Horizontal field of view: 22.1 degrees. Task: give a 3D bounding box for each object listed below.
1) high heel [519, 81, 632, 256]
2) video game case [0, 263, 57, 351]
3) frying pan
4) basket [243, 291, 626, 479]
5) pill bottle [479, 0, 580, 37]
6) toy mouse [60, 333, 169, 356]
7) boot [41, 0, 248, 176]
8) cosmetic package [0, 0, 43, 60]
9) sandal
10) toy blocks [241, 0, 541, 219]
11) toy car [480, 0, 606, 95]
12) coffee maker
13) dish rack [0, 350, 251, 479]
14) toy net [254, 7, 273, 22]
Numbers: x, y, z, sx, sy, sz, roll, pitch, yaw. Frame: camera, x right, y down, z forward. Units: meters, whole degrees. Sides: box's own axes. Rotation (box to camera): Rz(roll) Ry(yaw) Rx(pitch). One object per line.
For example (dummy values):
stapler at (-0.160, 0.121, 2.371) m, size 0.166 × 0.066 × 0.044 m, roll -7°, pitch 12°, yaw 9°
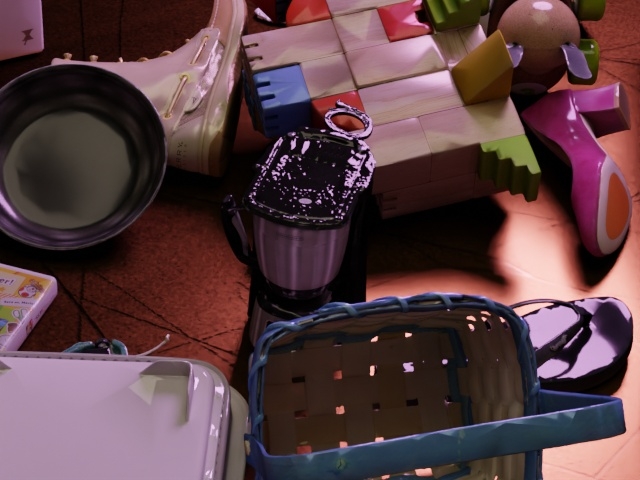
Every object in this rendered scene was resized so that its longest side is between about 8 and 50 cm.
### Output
high heel at (0.252, -0.068, 1.676) m, size 0.117 × 0.082 × 0.244 m, roll -14°, pitch 46°, yaw 25°
video game case at (-0.383, 0.077, 1.473) m, size 0.227 × 0.026 × 0.206 m, roll 13°, pitch 40°, yaw 13°
frying pan at (-0.299, -0.043, 1.593) m, size 0.326 × 0.053 × 0.197 m, roll -36°, pitch 74°, yaw -11°
basket at (0.067, 0.141, 1.233) m, size 0.255 × 0.201 × 0.289 m, roll -6°, pitch -4°, yaw -11°
pill bottle at (0.216, -0.292, 1.899) m, size 0.208 × 0.117 × 0.117 m, roll -15°, pitch 42°, yaw -22°
toy mouse at (-0.177, 0.129, 1.415) m, size 0.161 × 0.031 × 0.143 m, roll 24°, pitch 44°, yaw 25°
boot at (-0.183, -0.176, 1.745) m, size 0.204 × 0.095 × 0.262 m, roll 5°, pitch 48°, yaw 2°
cosmetic package at (-0.479, -0.343, 1.887) m, size 0.197 × 0.155 × 0.365 m, roll -18°, pitch 42°, yaw -28°
sandal at (0.172, 0.096, 1.461) m, size 0.255 × 0.054 × 0.097 m, roll -13°, pitch 42°, yaw -19°
toy blocks at (0.037, -0.165, 1.680) m, size 0.261 × 0.190 × 0.381 m, roll -13°, pitch 57°, yaw -7°
toy car at (0.229, -0.204, 1.741) m, size 0.155 × 0.149 × 0.188 m, roll 2°, pitch 26°, yaw 0°
coffee maker at (0.000, 0.000, 1.471) m, size 0.120 × 0.178 × 0.171 m, roll 31°, pitch 49°, yaw 27°
dish rack at (-0.203, 0.197, 1.252) m, size 0.286 × 0.072 × 0.332 m, roll 3°, pitch 41°, yaw 1°
toy net at (0.019, -0.320, 1.978) m, size 0.232 × 0.045 × 0.122 m, roll -18°, pitch 44°, yaw -24°
